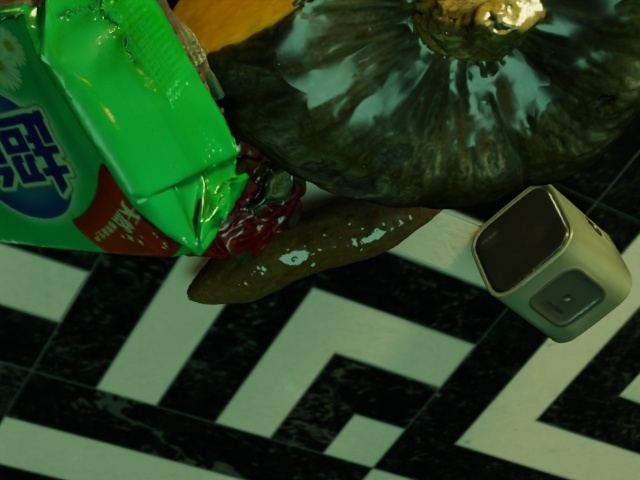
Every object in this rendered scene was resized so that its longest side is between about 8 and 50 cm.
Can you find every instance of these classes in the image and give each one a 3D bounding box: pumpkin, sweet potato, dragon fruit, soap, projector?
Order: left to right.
[{"bbox_3d":[-0.176,-0.076,0.686,0.273,0.098,0.218,5,138,40],"label":"soap"},{"bbox_3d":[-0.075,-0.052,0.803,0.121,0.130,0.142,-33,89,23],"label":"dragon fruit"},{"bbox_3d":[-0.001,0.000,0.899,0.218,0.051,0.065,-21,171,5],"label":"sweet potato"},{"bbox_3d":[0.098,-0.126,0.706,0.325,0.242,0.232,-31,120,18],"label":"pumpkin"},{"bbox_3d":[0.178,0.018,0.936,0.083,0.083,0.082,-41,125,21],"label":"projector"}]
